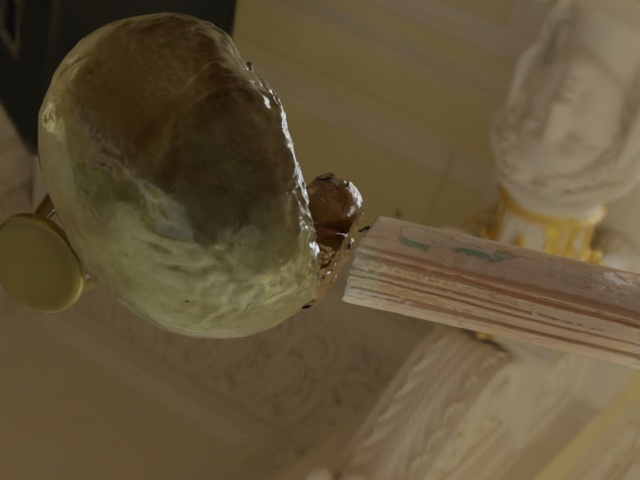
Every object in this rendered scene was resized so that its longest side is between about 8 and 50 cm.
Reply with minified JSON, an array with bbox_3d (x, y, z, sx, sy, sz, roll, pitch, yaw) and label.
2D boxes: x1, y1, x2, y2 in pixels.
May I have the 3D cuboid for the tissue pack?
[{"bbox_3d":[0.196,0.052,1.423,0.325,0.071,0.170,13,-167,6],"label":"tissue pack"}]

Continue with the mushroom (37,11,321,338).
[{"bbox_3d":[-0.108,-0.050,1.076,0.189,0.267,0.164,-12,-179,-17],"label":"mushroom"}]

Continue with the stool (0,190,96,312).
[{"bbox_3d":[-0.269,0.003,1.462,0.135,0.134,0.110,2,-156,25],"label":"stool"}]

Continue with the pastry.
[{"bbox_3d":[-0.005,-0.001,1.529,0.081,0.153,0.153,33,-141,8],"label":"pastry"}]
